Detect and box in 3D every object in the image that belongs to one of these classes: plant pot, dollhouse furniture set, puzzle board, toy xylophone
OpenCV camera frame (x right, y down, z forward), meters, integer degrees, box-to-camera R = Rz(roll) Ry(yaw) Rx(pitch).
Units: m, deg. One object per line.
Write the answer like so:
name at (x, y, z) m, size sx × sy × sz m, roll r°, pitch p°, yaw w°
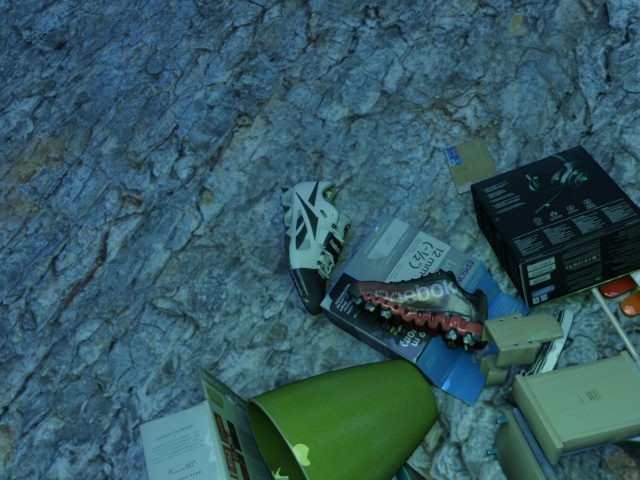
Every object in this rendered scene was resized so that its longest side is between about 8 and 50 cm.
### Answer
plant pot at (0.058, 0.341, 1.237) m, size 0.293 × 0.275 × 0.275 m, roll -26°, pitch 58°, yaw -22°
dollhouse furniture set at (0.409, 0.322, 1.177) m, size 0.198 × 0.303 × 0.286 m, roll -9°, pitch 42°, yaw -10°
puzzle board at (0.345, -0.171, 1.558) m, size 0.096 × 0.011 × 0.128 m, roll -17°, pitch 60°, yaw 6°
toy xylophone at (0.654, 0.133, 1.283) m, size 0.236 × 0.081 × 0.323 m, roll -19°, pitch 60°, yaw 4°

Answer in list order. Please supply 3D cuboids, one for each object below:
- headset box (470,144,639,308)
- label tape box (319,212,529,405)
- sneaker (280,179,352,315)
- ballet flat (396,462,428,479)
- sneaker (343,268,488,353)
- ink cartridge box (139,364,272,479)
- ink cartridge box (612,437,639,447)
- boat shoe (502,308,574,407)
headset box at (0.460, -0.040, 1.350) m, size 0.246 × 0.131 × 0.283 m, roll -21°, pitch 40°, yaw 3°
label tape box at (0.212, 0.130, 1.376) m, size 0.347 × 0.115 × 0.249 m, roll 28°, pitch 73°, yaw 26°
sneaker at (0.000, 0.000, 1.489) m, size 0.146 × 0.122 × 0.330 m, roll -13°, pitch 61°, yaw 9°
ballet flat at (0.198, 0.493, 1.224) m, size 0.074 × 0.074 × 0.203 m, roll -21°, pitch 54°, yaw 3°
sneaker at (0.186, 0.111, 1.275) m, size 0.276 × 0.097 × 0.135 m, roll 15°, pitch 69°, yaw 14°
ink cartridge box at (-0.190, 0.405, 1.220) m, size 0.130 × 0.309 × 0.272 m, roll -21°, pitch 59°, yaw 2°
ink cartridge box at (0.530, 0.310, 1.232) m, size 0.209 × 0.062 × 0.109 m, roll 3°, pitch 65°, yaw 16°
boat shoe at (0.418, 0.218, 1.300) m, size 0.070 × 0.078 × 0.219 m, roll 25°, pitch 73°, yaw 23°
